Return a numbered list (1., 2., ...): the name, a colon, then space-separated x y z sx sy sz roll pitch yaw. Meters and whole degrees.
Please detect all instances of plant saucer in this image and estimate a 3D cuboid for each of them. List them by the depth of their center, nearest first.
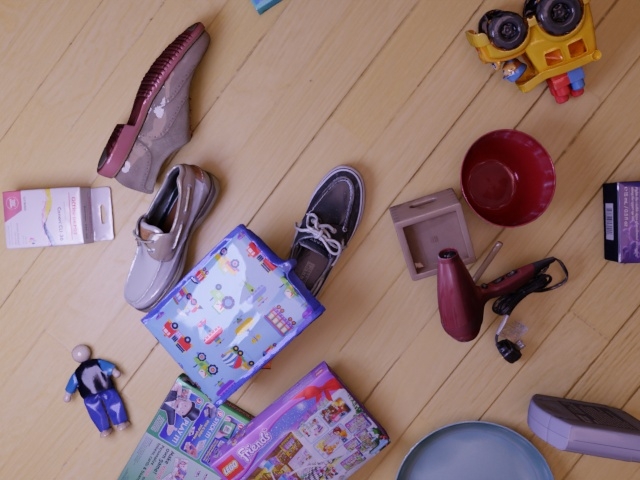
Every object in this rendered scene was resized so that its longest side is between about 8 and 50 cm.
1. plant saucer: 0.300 0.504 1.626 0.317 0.044 0.318 0 94 4

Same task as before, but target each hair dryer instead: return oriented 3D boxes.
1. hair dryer: 0.312 0.091 1.547 0.293 0.080 0.224 25 94 -34

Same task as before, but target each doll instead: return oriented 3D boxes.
1. doll: -0.454 0.299 1.667 0.129 0.046 0.189 -21 92 4

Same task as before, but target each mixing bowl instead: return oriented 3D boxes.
1. mixing bowl: 0.334 -0.110 1.554 0.181 0.098 0.181 1 86 -8

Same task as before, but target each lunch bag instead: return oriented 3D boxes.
1. lunch bag: -0.150 0.126 1.542 0.221 0.138 0.293 48 116 4

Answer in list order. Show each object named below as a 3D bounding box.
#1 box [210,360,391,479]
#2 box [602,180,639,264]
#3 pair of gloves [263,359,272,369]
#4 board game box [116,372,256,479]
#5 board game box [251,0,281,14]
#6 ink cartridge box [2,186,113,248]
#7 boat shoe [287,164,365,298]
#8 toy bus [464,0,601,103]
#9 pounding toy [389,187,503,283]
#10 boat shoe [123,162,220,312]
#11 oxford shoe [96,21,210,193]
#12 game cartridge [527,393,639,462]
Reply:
1. box: -0.039 0.402 1.608 0.293 0.057 0.201 -39 103 1
2. box: 0.640 -0.037 1.540 0.207 0.108 0.153 -3 92 5
3. pair of gloves: -0.133 0.218 1.657 0.083 0.010 0.074 7 94 4
4. board game box: -0.270 0.456 1.662 0.213 0.046 0.317 31 94 1
5. board game box: -0.071 -0.559 1.593 0.210 0.047 0.160 -31 91 6
6. ink cartridge box: -0.517 -0.047 1.642 0.198 0.067 0.115 -4 92 4
7. boat shoe: -0.004 -0.002 1.589 0.113 0.105 0.306 30 95 2
8. toy bus: 0.402 -0.344 1.536 0.220 0.149 0.211 -20 107 7
9. pounding toy: 0.249 0.012 1.583 0.181 0.094 0.206 -18 114 5
10. boat shoe: -0.309 -0.010 1.594 0.113 0.103 0.302 24 88 35
11. oxford shoe: -0.295 -0.254 1.611 0.130 0.123 0.348 30 94 -24
12. game cartridge: 0.474 0.331 1.478 0.196 0.294 0.060 12 90 4
